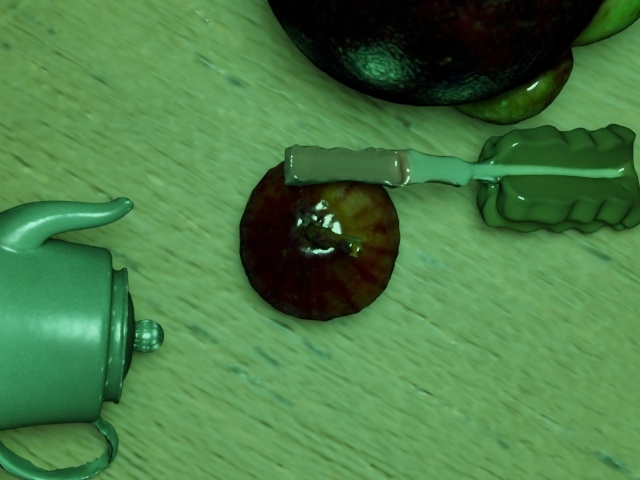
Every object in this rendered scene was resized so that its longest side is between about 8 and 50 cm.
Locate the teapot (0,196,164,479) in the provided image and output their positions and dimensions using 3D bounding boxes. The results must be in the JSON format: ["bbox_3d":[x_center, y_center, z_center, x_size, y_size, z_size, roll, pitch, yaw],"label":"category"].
[{"bbox_3d":[-0.190,0.075,1.063,0.149,0.162,0.239,3,112,-12],"label":"teapot"}]

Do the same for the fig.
[{"bbox_3d":[-0.001,0.007,1.071,0.128,0.150,0.128,0,126,1],"label":"fig"}]

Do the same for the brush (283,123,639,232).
[{"bbox_3d":[0.108,-0.048,1.058,0.301,0.071,0.084,0,81,-27],"label":"brush"}]

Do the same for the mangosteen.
[{"bbox_3d":[0.094,-0.216,1.016,0.288,0.288,0.288,0,87,-1],"label":"mangosteen"}]
